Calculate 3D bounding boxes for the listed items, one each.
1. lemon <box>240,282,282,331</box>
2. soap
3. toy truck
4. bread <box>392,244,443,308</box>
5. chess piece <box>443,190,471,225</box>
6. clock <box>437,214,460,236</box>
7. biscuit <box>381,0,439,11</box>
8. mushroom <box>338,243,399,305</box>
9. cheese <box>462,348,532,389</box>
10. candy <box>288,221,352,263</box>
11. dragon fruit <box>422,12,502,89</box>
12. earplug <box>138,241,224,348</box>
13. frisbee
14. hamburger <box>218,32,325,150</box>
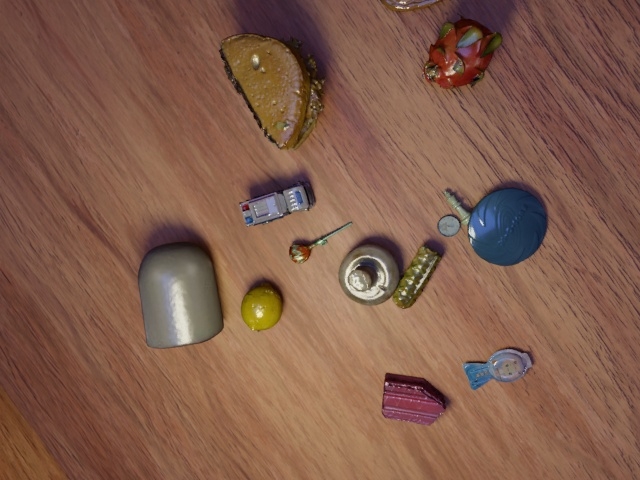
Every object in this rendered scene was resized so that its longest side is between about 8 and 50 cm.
[{"bbox_3d":[-0.241,0.274,1.701,0.173,0.173,0.206,4,79,12],"label":"lemon"},{"bbox_3d":[0.375,0.647,1.665,0.250,0.099,0.162,7,100,12],"label":"soap"},{"bbox_3d":[-0.167,-0.142,1.623,0.268,0.155,0.124,-16,95,14],"label":"toy truck"},{"bbox_3d":[0.367,0.146,1.590,0.087,0.098,0.269,37,107,34],"label":"bread"},{"bbox_3d":[0.511,-0.128,1.536,0.059,0.059,0.149,-40,82,15],"label":"chess piece"},{"bbox_3d":[0.487,-0.053,1.568,0.085,0.017,0.085,2,99,12],"label":"clock"},{"bbox_3d":[0.350,-0.999,1.420,0.385,0.062,0.365,-28,92,15],"label":"biscuit"},{"bbox_3d":[0.178,0.139,1.561,0.243,0.243,0.243,2,100,12],"label":"mushroom"},{"bbox_3d":[0.687,0.497,1.597,0.244,0.052,0.135,-22,94,15],"label":"cheese"},{"bbox_3d":[0.000,-0.001,1.665,0.287,0.078,0.084,-31,72,6],"label":"candy"},{"bbox_3d":[0.465,-0.616,1.382,0.224,0.224,0.227,30,97,6],"label":"dragon fruit"},{"bbox_3d":[-0.575,0.205,1.688,0.312,0.312,0.394,-4,98,13],"label":"earplug"},{"bbox_3d":[0.677,-0.044,1.481,0.289,0.049,0.289,0,101,-1],"label":"frisbee"},{"bbox_3d":[-0.129,-0.559,1.488,0.287,0.268,0.445,-29,88,17],"label":"hamburger"}]
